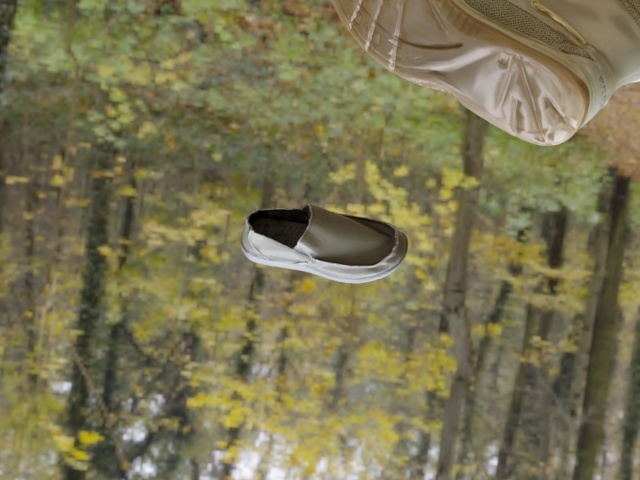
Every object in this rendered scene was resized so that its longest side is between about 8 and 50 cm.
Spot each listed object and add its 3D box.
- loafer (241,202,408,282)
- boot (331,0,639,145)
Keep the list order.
[{"bbox_3d":[0.000,0.000,1.499,0.251,0.094,0.087,3,153,11],"label":"loafer"},{"bbox_3d":[0.152,-0.193,0.871,0.262,0.095,0.203,36,-137,23],"label":"boot"}]
